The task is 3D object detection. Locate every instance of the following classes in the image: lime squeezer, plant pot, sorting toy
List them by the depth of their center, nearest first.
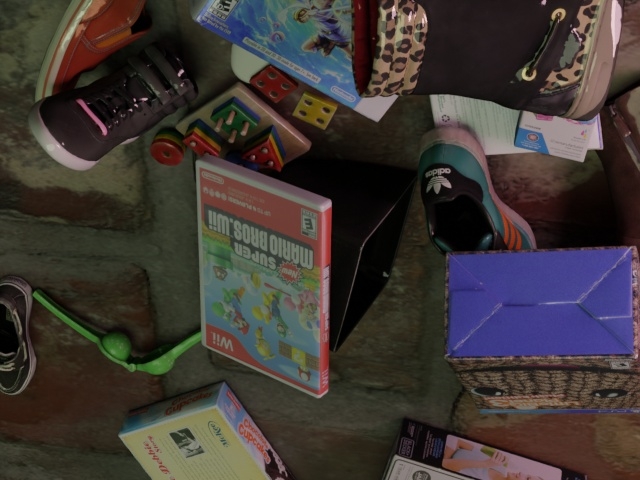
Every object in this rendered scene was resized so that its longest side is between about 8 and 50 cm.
[{"bbox_3d":[-0.099,-0.129,1.936,0.132,0.046,0.275,39,137,-25],"label":"sorting toy"},{"bbox_3d":[0.000,0.000,1.958,0.167,0.188,0.187,23,128,13],"label":"plant pot"},{"bbox_3d":[-0.276,0.143,2.196,0.311,0.059,0.110,7,126,10],"label":"lime squeezer"}]

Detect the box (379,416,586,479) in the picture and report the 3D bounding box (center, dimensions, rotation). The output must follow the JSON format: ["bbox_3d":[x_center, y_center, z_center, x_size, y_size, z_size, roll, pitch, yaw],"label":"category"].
[{"bbox_3d":[0.232,0.390,2.229,0.290,0.087,0.169,17,127,2],"label":"box"}]

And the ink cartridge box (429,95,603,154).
[{"bbox_3d":[0.234,-0.201,1.832,0.208,0.045,0.206,-2,123,17],"label":"ink cartridge box"}]

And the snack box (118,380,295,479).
[{"bbox_3d":[-0.149,0.374,2.327,0.187,0.060,0.322,-20,118,25],"label":"snack box"}]

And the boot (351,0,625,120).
[{"bbox_3d":[0.185,-0.316,1.613,0.284,0.138,0.377,0,109,-13],"label":"boot"}]

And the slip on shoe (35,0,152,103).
[{"bbox_3d":[-0.265,-0.273,1.864,0.101,0.123,0.331,30,122,-13],"label":"slip on shoe"}]

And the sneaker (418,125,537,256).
[{"bbox_3d":[0.196,-0.003,1.912,0.108,0.121,0.302,-12,136,25],"label":"sneaker"}]

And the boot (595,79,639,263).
[{"bbox_3d":[0.389,-0.075,1.883,0.248,0.090,0.207,-36,96,36],"label":"boot"}]

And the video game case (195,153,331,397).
[{"bbox_3d":[-0.074,0.046,1.913,0.204,0.025,0.285,21,126,31],"label":"video game case"}]

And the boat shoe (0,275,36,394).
[{"bbox_3d":[-0.475,0.156,2.244,0.078,0.070,0.219,11,127,6],"label":"boat shoe"}]

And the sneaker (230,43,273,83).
[{"bbox_3d":[-0.038,-0.272,1.825,0.085,0.086,0.237,35,127,-14],"label":"sneaker"}]

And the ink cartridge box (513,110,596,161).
[{"bbox_3d":[0.287,-0.165,1.783,0.089,0.052,0.122,13,124,5],"label":"ink cartridge box"}]

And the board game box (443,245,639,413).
[{"bbox_3d":[0.295,0.120,1.901,0.232,0.141,0.291,-2,160,15],"label":"board game box"}]

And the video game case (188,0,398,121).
[{"bbox_3d":[0.028,-0.295,1.709,0.270,0.061,0.244,26,116,-26],"label":"video game case"}]

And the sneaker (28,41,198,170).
[{"bbox_3d":[-0.248,-0.176,1.838,0.147,0.296,0.104,-37,91,20],"label":"sneaker"}]
